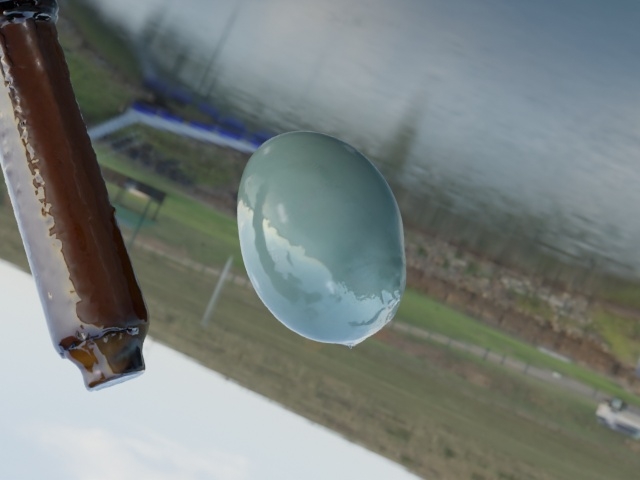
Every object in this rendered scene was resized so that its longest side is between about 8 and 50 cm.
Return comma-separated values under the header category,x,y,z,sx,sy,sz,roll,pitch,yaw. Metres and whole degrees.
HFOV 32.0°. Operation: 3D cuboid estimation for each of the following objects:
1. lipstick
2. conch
category,x,y,z,sx,sy,sz,roll,pitch,yaw
lipstick,-0.203,-0.101,0.772,0.077,0.419,0.077,-18,171,-3
conch,0.005,-0.001,0.879,0.120,0.185,0.221,-13,-158,3
